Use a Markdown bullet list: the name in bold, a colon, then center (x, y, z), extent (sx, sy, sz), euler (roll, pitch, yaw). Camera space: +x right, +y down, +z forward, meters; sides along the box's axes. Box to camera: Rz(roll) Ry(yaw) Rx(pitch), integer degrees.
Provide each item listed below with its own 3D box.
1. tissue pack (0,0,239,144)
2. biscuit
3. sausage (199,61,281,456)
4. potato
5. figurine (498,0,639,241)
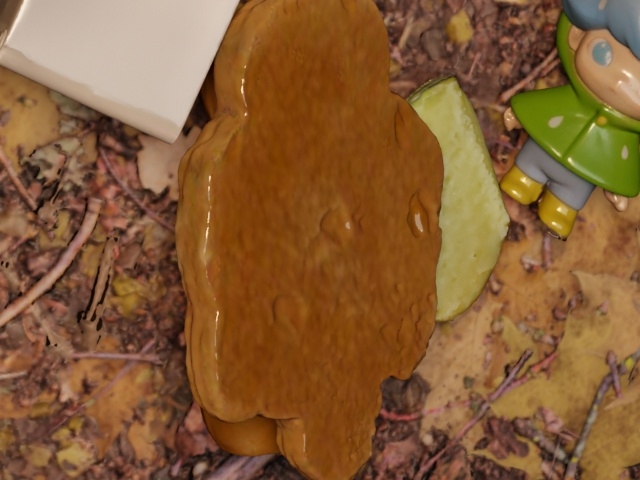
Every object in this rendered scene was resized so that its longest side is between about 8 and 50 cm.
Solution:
- **tissue pack**: center (-0.129, -0.214, 1.127), extent (0.136, 0.159, 0.246), euler (24, 94, -22)
- **biscuit**: center (-0.003, -0.001, 1.173), extent (0.269, 0.051, 0.376), euler (-12, 103, -46)
- **sausage**: center (-0.055, 0.008, 1.232), extent (0.112, 0.112, 0.328), euler (-11, 106, -18)
- **potato**: center (0.089, -0.034, 1.304), extent (0.119, 0.054, 0.198), euler (-10, 100, -14)
- **figurine**: center (0.245, -0.128, 1.296), extent (0.162, 0.143, 0.263), euler (39, 107, 12)
